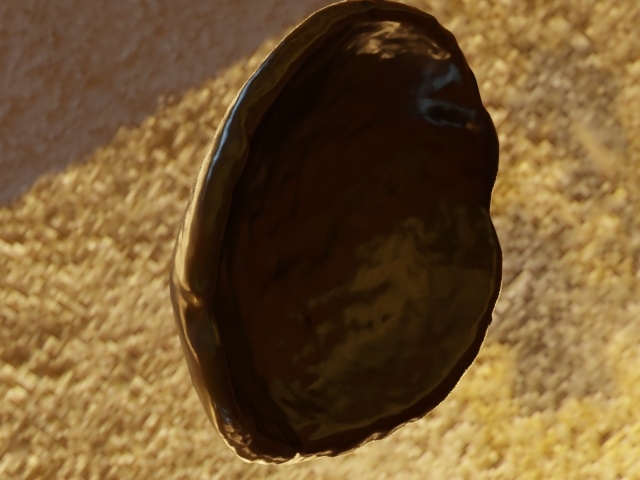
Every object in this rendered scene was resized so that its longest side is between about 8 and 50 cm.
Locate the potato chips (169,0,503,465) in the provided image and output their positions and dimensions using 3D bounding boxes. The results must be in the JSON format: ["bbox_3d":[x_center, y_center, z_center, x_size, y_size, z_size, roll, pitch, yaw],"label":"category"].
[{"bbox_3d":[0.000,-0.001,0.779,0.208,0.061,0.195,-58,-41,-27],"label":"potato chips"}]
